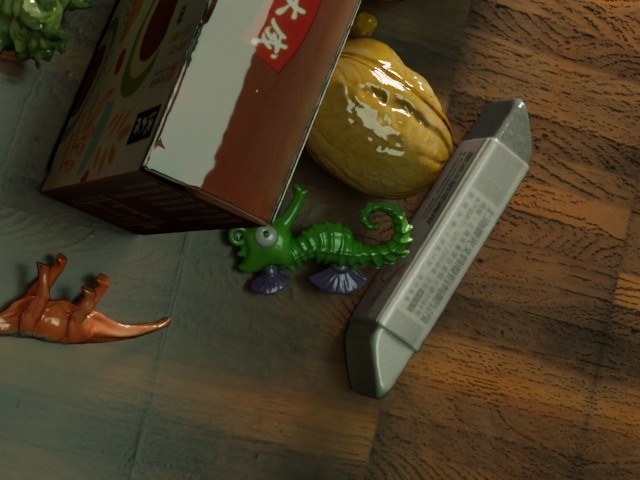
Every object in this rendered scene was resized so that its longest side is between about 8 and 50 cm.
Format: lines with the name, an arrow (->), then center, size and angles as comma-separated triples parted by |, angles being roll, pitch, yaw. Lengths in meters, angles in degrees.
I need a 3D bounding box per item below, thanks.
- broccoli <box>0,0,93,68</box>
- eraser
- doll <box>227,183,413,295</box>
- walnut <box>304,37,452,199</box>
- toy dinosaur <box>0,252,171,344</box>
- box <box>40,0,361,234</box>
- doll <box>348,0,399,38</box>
broccoli -> -0.290, -0.376, 1.356 | 0.353, 0.397, 0.275 | 37, 75, -8
eraser -> 0.124, 0.004, 1.659 | 0.061, 0.089, 0.352 | 37, 78, -16
doll -> 0.000, 0.000, 1.616 | 0.190, 0.050, 0.115 | 1, 106, -3
walnut -> 0.055, -0.118, 1.610 | 0.180, 0.144, 0.144 | 34, 77, -22
toy dinosaur -> -0.273, 0.064, 1.524 | 0.279, 0.055, 0.101 | 16, 106, -22
box -> -0.097, -0.185, 1.421 | 0.122, 0.385, 0.345 | 25, 80, -20
doll -> 0.127, -0.337, 1.634 | 0.269, 0.162, 0.167 | -20, 65, -15
